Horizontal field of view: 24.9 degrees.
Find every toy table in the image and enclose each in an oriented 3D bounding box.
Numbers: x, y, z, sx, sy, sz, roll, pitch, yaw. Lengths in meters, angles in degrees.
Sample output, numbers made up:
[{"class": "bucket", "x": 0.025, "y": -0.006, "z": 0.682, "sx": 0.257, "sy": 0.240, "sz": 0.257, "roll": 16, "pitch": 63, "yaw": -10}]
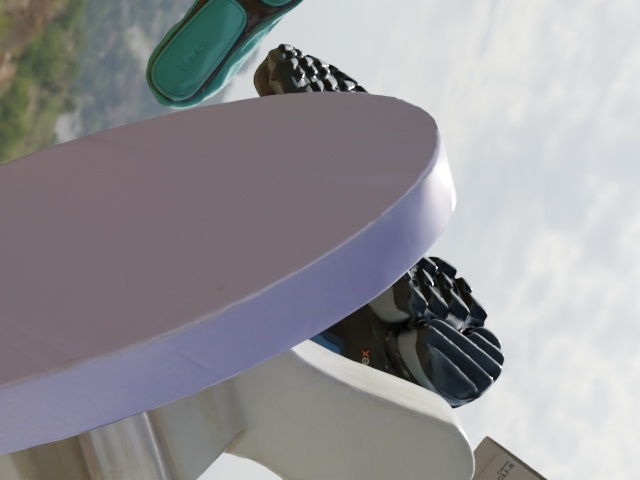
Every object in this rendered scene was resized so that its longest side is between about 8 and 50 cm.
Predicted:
[{"class": "toy table", "x": -0.071, "y": 0.065, "z": 0.560, "sx": 0.252, "sy": 0.274, "sz": 0.161, "roll": -90, "pitch": 167, "yaw": -60}]

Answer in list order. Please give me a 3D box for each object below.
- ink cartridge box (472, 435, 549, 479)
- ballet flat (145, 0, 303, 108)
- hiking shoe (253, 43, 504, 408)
[{"class": "ink cartridge box", "x": 0.190, "y": 0.286, "z": 1.296, "sx": 0.128, "sy": 0.176, "sz": 0.127, "roll": -52, "pitch": -144, "yaw": -3}, {"class": "ballet flat", "x": -0.069, "y": -0.221, "z": 1.335, "sx": 0.247, "sy": 0.083, "sz": 0.087, "roll": -47, "pitch": -175, "yaw": 0}, {"class": "hiking shoe", "x": 0.000, "y": 0.000, "z": 0.962, "sx": 0.132, "sy": 0.113, "sz": 0.304, "roll": -40, "pitch": -128, "yaw": 26}]
